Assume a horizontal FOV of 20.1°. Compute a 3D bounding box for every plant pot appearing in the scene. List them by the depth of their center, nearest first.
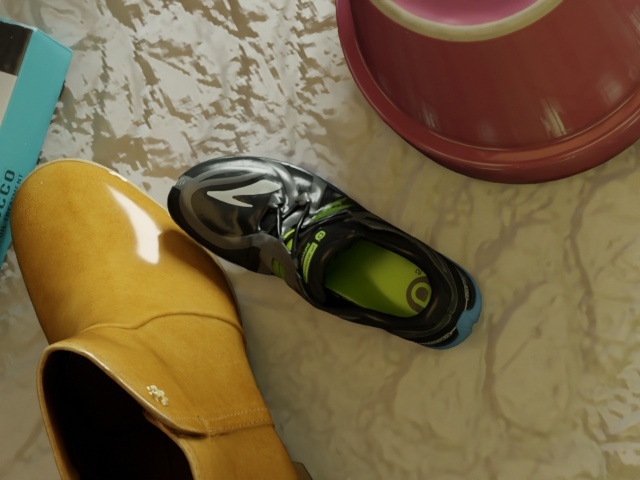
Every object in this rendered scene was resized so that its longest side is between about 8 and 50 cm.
[{"bbox_3d":[0.093,-0.143,0.930,0.201,0.180,0.201,-2,81,14],"label":"plant pot"}]

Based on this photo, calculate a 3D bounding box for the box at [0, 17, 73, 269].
[{"bbox_3d":[-0.236,-0.017,1.064,0.100,0.060,0.244,18,87,17],"label":"box"}]

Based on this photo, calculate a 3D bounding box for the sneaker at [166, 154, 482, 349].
[{"bbox_3d":[0.000,0.000,0.987,0.188,0.078,0.067,26,89,18],"label":"sneaker"}]

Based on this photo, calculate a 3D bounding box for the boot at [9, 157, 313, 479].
[{"bbox_3d":[-0.102,0.058,0.937,0.104,0.211,0.295,-38,74,6],"label":"boot"}]
